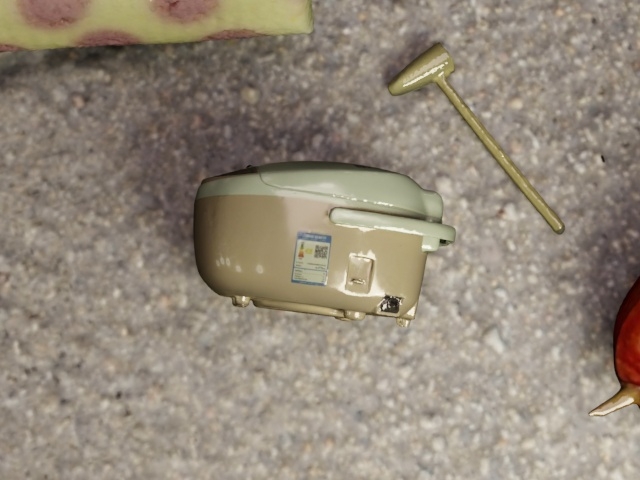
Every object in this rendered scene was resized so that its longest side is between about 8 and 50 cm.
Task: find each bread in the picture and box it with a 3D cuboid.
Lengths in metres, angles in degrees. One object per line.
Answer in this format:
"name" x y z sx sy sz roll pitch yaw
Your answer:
"bread" -0.178 -0.251 1.242 0.338 0.155 0.187 -5 68 -3

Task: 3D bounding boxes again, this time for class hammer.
"hammer" 0.136 -0.076 1.289 0.060 0.028 0.195 -37 82 -7

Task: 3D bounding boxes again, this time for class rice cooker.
"rice cooker" 0.000 0.000 1.197 0.206 0.145 0.127 11 87 -5

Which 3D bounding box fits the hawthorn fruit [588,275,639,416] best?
"hawthorn fruit" 0.324 0.081 1.189 0.251 0.189 0.189 -35 80 1
